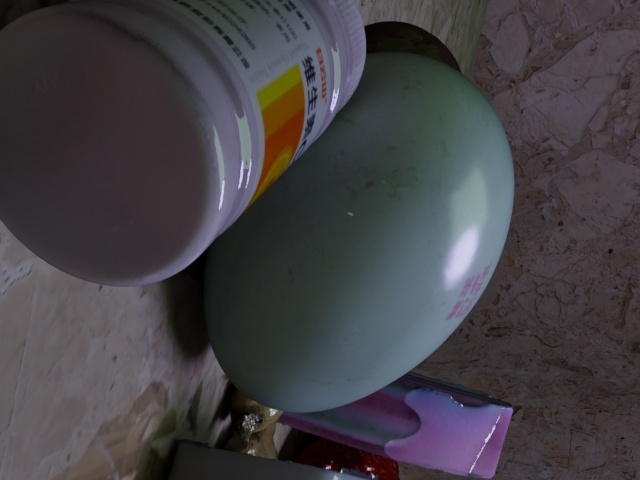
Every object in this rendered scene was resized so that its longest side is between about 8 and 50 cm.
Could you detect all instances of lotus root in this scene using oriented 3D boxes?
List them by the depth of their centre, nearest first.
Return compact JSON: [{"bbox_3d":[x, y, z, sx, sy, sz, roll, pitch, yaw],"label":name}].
[{"bbox_3d":[-0.069,0.180,0.983,0.152,0.063,0.072,-57,162,-62],"label":"lotus root"}]

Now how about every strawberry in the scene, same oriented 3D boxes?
[{"bbox_3d":[0.024,0.430,1.422,0.274,0.220,0.274,-45,-148,39],"label":"strawberry"}]

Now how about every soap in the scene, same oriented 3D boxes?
[{"bbox_3d":[0.095,0.231,1.176,0.193,0.323,0.109,19,85,-79],"label":"soap"}]

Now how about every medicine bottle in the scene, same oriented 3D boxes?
[{"bbox_3d":[-0.065,-0.085,0.474,0.250,0.133,0.133,-55,158,-61],"label":"medicine bottle"}]

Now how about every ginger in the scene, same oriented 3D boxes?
[{"bbox_3d":[-0.078,0.254,1.025,0.165,0.067,0.096,-58,137,-53],"label":"ginger"}]

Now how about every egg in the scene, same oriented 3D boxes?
[{"bbox_3d":[0.020,0.009,0.726,0.371,0.230,0.230,-61,179,40],"label":"egg"}]

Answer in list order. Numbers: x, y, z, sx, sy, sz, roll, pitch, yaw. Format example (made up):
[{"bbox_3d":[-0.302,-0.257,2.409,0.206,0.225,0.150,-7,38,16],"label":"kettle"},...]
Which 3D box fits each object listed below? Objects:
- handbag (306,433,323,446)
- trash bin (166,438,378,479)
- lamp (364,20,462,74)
[{"bbox_3d":[0.031,0.371,1.679,0.275,0.088,0.244,-21,123,-74],"label":"handbag"},{"bbox_3d":[-0.047,0.392,0.802,0.256,0.295,0.368,42,56,-60],"label":"trash bin"},{"bbox_3d":[0.059,-0.142,0.916,0.258,0.180,0.180,-62,164,-51],"label":"lamp"}]
